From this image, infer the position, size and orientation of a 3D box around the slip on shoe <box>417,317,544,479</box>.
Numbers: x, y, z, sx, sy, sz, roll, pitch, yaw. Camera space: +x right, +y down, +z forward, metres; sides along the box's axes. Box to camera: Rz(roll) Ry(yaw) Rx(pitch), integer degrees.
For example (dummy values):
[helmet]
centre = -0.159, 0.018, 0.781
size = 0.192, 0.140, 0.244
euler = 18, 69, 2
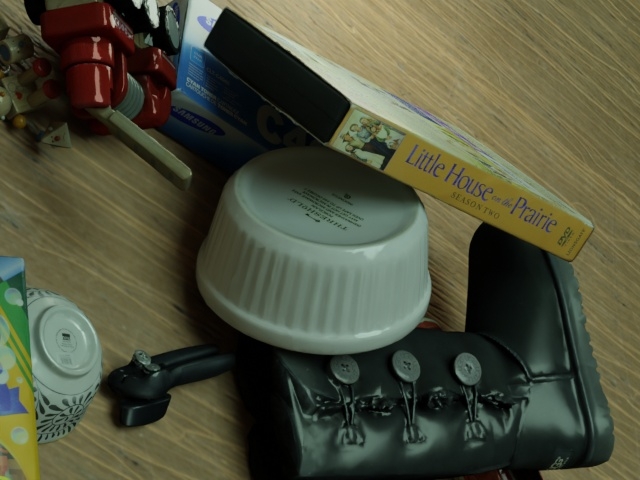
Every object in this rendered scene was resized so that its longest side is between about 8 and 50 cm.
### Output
[slip on shoe]
centre = 0.202, 0.241, 2.220
size = 0.123, 0.101, 0.331
euler = -23, 84, -49

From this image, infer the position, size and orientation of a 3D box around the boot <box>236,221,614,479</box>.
[boot]
centre = 0.102, 0.120, 2.102
size = 0.445, 0.146, 0.367
euler = -1, 55, -26

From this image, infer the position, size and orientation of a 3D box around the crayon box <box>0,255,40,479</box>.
[crayon box]
centre = -0.365, 0.166, 1.601
size = 0.203, 0.083, 0.323
euler = 6, 64, -31

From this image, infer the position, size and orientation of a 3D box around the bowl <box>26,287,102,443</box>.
[bowl]
centre = -0.276, 0.112, 1.772
size = 0.170, 0.080, 0.170
euler = 26, 50, -36

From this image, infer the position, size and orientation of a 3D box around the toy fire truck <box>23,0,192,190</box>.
[toy fire truck]
centre = -0.208, -0.158, 1.901
size = 0.217, 0.158, 0.246
euler = 49, 34, -71

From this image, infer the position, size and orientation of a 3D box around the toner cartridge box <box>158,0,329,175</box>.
[toner cartridge box]
centre = -0.063, -0.146, 2.168
size = 0.348, 0.075, 0.165
euler = 32, 45, -33

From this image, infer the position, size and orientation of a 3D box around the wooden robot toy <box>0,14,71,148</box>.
[wooden robot toy]
centre = -0.333, -0.164, 1.881
size = 0.079, 0.076, 0.173
euler = -25, 88, -41

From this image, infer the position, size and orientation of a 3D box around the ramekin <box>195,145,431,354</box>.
[ramekin]
centre = 0.000, 0.000, 1.994
size = 0.273, 0.127, 0.273
euler = 7, 33, -5

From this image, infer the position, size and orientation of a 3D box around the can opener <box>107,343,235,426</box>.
[can opener]
centre = -0.163, 0.143, 1.913
size = 0.059, 0.073, 0.186
euler = 30, 27, 23

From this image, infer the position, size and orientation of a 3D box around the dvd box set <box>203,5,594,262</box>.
[dvd box set]
centre = 0.094, -0.123, 2.081
size = 0.420, 0.062, 0.307
euler = 23, 12, -40
